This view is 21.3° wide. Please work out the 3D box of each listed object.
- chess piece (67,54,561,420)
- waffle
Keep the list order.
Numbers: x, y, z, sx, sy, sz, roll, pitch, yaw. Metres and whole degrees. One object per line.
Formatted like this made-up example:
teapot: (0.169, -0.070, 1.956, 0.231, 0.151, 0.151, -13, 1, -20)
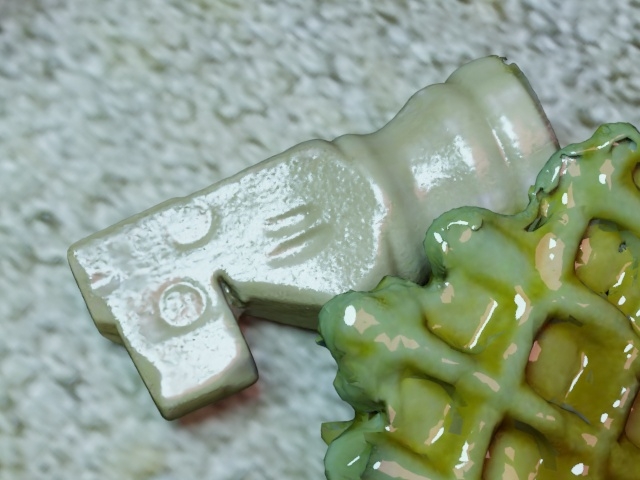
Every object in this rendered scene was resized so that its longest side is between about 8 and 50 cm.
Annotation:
chess piece: (0.000, 0.000, 0.714, 0.200, 0.090, 0.090, -23, 82, -9)
waffle: (0.147, 0.108, 0.695, 0.297, 0.073, 0.317, -20, 95, -16)
